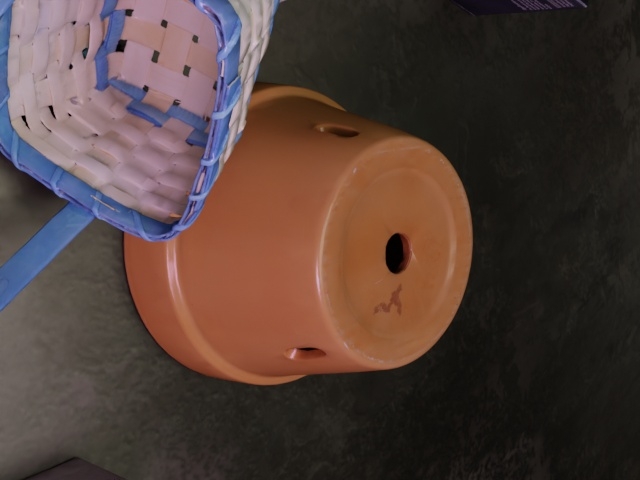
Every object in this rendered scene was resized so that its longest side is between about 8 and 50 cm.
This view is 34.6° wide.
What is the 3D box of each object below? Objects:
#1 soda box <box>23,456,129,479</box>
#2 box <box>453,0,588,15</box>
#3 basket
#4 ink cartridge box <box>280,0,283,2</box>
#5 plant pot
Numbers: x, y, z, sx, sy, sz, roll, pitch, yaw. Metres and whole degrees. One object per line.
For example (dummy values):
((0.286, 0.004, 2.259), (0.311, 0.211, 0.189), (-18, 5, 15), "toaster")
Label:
((-0.274, 0.266, 0.778), (0.286, 0.098, 0.091), (-19, 108, -42), "soda box")
((0.222, -0.340, 1.131), (0.093, 0.158, 0.156), (20, 82, -43), "box")
((-0.159, -0.102, 0.725), (0.289, 0.201, 0.254), (-57, 171, -52), "basket")
((-0.057, -0.386, 0.715), (0.395, 0.285, 0.166), (52, 60, -22), "ink cartridge box")
((0.000, 0.000, 0.935), (0.291, 0.203, 0.290), (-7, 100, -44), "plant pot")
